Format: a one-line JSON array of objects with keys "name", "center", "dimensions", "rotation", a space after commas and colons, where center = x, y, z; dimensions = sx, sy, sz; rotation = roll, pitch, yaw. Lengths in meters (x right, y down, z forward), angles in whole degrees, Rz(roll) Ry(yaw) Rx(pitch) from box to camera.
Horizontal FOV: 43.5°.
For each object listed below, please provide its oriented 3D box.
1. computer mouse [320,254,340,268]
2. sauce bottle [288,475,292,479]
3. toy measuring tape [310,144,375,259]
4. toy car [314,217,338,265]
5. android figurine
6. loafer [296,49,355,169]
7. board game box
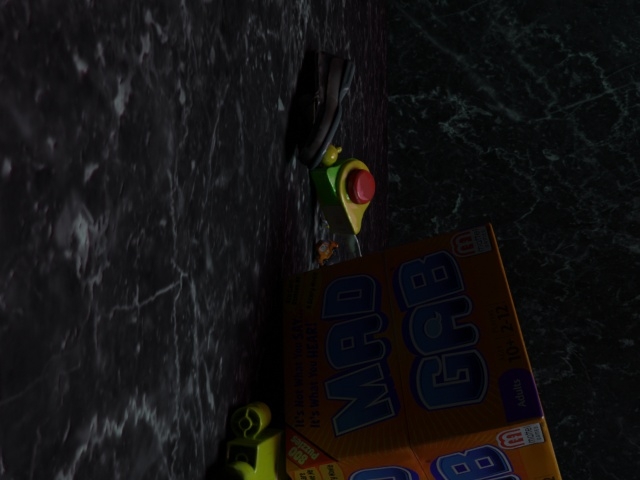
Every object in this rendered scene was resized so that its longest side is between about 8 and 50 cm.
[{"name": "computer mouse", "center": [0.031, 0.090, 1.834], "dimensions": [0.242, 0.041, 0.071], "rotation": [71, 23, -70]}, {"name": "sauce bottle", "center": [-0.009, 0.506, 1.488], "dimensions": [0.111, 0.111, 0.344], "rotation": [-75, 164, -53]}, {"name": "toy measuring tape", "center": [0.071, -0.055, 1.609], "dimensions": [0.121, 0.121, 0.330], "rotation": [-73, 145, -56]}, {"name": "toy car", "center": [0.000, 0.000, 1.668], "dimensions": [0.040, 0.060, 0.122], "rotation": [39, 18, -25]}, {"name": "android figurine", "center": [-0.093, 0.342, 1.074], "dimensions": [0.273, 0.056, 0.248], "rotation": [25, 68, -80]}, {"name": "loafer", "center": [-0.010, -0.228, 1.368], "dimensions": [0.096, 0.084, 0.268], "rotation": [-50, -163, 46]}, {"name": "board game box", "center": [0.166, 0.254, 1.291], "dimensions": [0.356, 0.356, 0.357], "rotation": [63, 16, -44]}]
